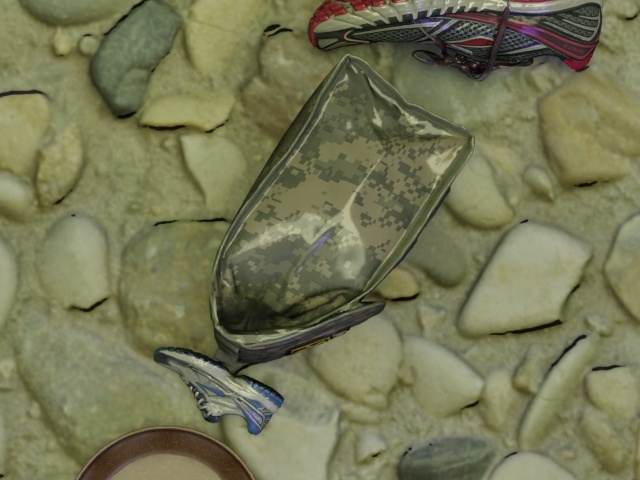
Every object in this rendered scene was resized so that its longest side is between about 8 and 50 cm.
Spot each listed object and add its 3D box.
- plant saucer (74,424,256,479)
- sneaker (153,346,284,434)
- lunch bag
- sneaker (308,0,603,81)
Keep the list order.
[{"bbox_3d":[-0.151,0.280,1.496,0.198,0.036,0.199,1,83,-4],"label":"plant saucer"},{"bbox_3d":[-0.107,0.149,1.509,0.135,0.052,0.058,26,88,0],"label":"sneaker"},{"bbox_3d":[0.000,0.000,1.442,0.169,0.235,0.287,34,82,1],"label":"lunch bag"},{"bbox_3d":[0.136,-0.215,1.545,0.299,0.121,0.112,-4,114,2],"label":"sneaker"}]
